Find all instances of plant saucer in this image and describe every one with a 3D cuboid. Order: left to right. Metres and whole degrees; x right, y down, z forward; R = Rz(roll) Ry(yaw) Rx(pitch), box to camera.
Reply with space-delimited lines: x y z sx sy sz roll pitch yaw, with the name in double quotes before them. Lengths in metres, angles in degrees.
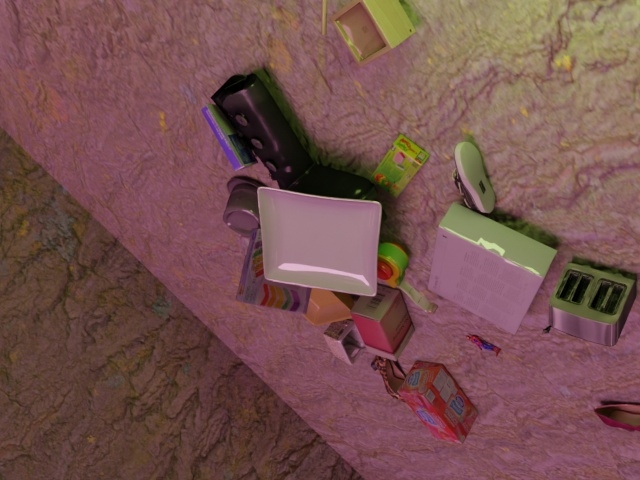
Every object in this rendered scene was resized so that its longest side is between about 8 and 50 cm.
"plant saucer" -0.041 0.172 2.528 0.333 0.081 0.333 45 151 -12

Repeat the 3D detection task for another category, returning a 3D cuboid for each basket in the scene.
"basket" 0.097 0.397 2.666 0.103 0.113 0.167 19 146 38

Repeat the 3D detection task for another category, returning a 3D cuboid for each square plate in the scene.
"square plate" 0.000 0.000 1.899 0.344 0.049 0.347 9 130 11

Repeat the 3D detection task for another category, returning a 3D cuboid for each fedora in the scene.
"fedora" -0.255 -0.095 2.339 0.275 0.124 0.243 5 137 45

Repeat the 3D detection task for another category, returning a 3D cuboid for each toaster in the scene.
"toaster" 0.648 0.155 1.611 0.168 0.185 0.110 18 150 33

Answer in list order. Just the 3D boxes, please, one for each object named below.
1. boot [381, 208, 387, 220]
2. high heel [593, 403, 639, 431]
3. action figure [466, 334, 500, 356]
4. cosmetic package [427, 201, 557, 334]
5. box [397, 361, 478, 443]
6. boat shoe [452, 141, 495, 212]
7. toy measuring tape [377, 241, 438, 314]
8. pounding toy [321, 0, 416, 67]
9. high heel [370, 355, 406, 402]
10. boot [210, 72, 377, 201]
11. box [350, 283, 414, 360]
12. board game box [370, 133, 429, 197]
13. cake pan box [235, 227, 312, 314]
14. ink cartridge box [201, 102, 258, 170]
"boot" 0.147 -0.069 2.010 0.106 0.037 0.114 44 150 17
"high heel" 0.896 0.499 1.935 0.117 0.082 0.244 24 163 5
"action figure" 0.528 0.341 2.180 0.115 0.030 0.038 30 155 19
"cosmetic package" 0.445 0.085 1.798 0.284 0.097 0.377 26 156 17
"box" 0.449 0.614 2.536 0.142 0.154 0.300 -3 132 51
"boat shoe" 0.355 -0.148 1.615 0.070 0.078 0.219 12 145 43
"toy measuring tape" 0.257 0.105 2.060 0.330 0.121 0.121 42 151 -7
"pounding toy" 0.078 -0.490 1.434 0.206 0.094 0.181 56 153 -12
"high heel" 0.311 0.556 2.660 0.261 0.093 0.186 43 159 11
"boot" -0.077 -0.273 1.884 0.367 0.146 0.445 -1 129 47
"box" 0.218 0.282 2.320 0.127 0.148 0.232 13 144 36
"board game box" 0.206 -0.192 1.758 0.092 0.043 0.181 37 151 3
"cake pan box" -0.138 0.102 2.272 0.246 0.266 0.070 16 174 -27
"ink cartridge box" -0.272 -0.303 1.961 0.206 0.045 0.208 60 -169 -4
